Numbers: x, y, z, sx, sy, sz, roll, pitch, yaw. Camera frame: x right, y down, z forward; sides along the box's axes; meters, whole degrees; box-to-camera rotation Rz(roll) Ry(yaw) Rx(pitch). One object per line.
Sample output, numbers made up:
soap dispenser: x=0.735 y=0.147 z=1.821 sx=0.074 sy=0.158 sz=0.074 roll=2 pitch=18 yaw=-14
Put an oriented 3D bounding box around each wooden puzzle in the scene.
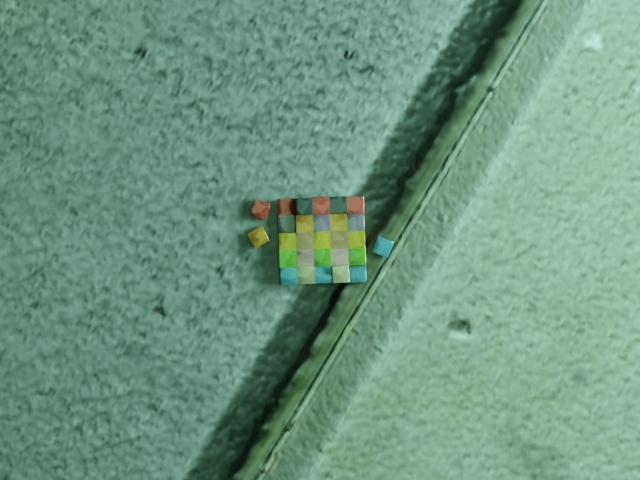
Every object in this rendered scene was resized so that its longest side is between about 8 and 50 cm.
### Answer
wooden puzzle: x=0.000 y=0.000 z=0.976 sx=0.083 sy=0.006 sz=0.049 roll=-2 pitch=92 yaw=-4
